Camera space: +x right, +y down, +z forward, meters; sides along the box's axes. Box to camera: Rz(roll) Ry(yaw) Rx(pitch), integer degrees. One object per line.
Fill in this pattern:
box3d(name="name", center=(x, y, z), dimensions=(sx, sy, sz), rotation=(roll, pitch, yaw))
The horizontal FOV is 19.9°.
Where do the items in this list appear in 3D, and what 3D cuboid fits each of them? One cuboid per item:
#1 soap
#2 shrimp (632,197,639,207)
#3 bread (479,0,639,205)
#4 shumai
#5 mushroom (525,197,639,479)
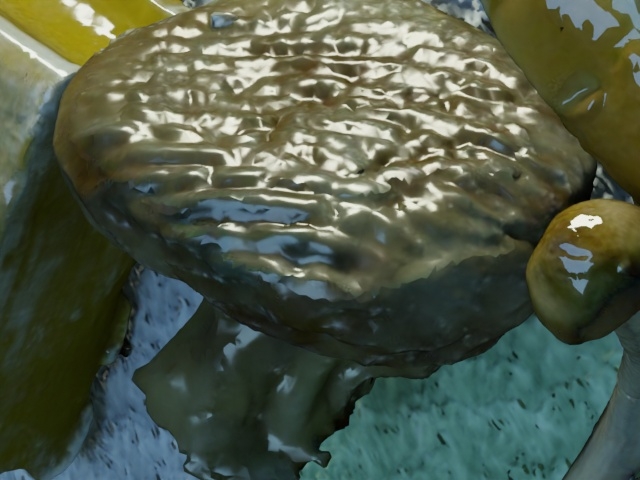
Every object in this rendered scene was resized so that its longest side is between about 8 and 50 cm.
box3d(name="soap", center=(-0.208, -0.051, 0.868), dimensions=(0.281, 0.143, 0.259), rotation=(33, 121, 25))
box3d(name="shrimp", center=(0.173, -0.071, 0.603), dimensions=(0.198, 0.051, 0.262), rotation=(-29, 83, 33))
box3d(name="bread", center=(0.182, -0.079, 0.498), dimensions=(0.246, 0.111, 0.239), rotation=(48, 125, 6))
box3d(name="shumai", center=(0.000, 0.000, 0.711), dimensions=(0.209, 0.161, 0.153), rotation=(11, 130, 15))
box3d(name="mushroom", center=(0.092, 0.068, 0.628), dimensions=(0.306, 0.068, 0.043), rotation=(83, 169, -60))
